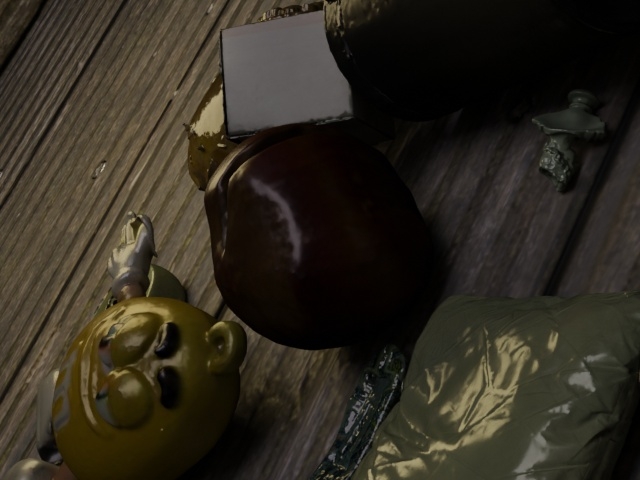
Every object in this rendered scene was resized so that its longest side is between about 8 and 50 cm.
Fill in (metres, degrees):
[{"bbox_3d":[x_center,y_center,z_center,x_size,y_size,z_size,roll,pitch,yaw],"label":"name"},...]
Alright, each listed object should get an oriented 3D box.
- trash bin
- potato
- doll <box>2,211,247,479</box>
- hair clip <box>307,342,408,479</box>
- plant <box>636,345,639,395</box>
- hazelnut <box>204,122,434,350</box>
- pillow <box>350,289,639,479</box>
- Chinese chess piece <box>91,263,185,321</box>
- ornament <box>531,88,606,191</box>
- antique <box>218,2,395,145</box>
[{"bbox_3d":[0.164,-0.246,1.240,0.301,0.252,0.202,-17,47,56],"label":"trash bin"},{"bbox_3d":[-0.059,-0.170,1.596,0.296,0.141,0.191,-45,30,21],"label":"potato"},{"bbox_3d":[-0.226,0.169,1.445,0.423,0.161,0.348,-60,35,24],"label":"doll"},{"bbox_3d":[0.014,0.194,1.186,0.229,0.036,0.066,-54,32,-14],"label":"hair clip"},{"bbox_3d":[0.267,0.049,0.901,0.094,0.092,0.143,114,174,-68],"label":"plant"},{"bbox_3d":[0.000,0.000,1.275,0.217,0.217,0.251,-51,38,6],"label":"hazelnut"},{"bbox_3d":[0.120,0.159,1.023,0.274,0.076,0.280,-3,56,58],"label":"pillow"},{"bbox_3d":[-0.233,0.096,1.646,0.144,0.058,0.144,-38,31,28],"label":"Chinese chess piece"},{"bbox_3d":[0.225,-0.096,1.186,0.092,0.041,0.068,-45,50,-7],"label":"ornament"},{"bbox_3d":[-0.015,-0.172,1.411,0.152,0.147,0.147,-7,83,20],"label":"antique"}]
